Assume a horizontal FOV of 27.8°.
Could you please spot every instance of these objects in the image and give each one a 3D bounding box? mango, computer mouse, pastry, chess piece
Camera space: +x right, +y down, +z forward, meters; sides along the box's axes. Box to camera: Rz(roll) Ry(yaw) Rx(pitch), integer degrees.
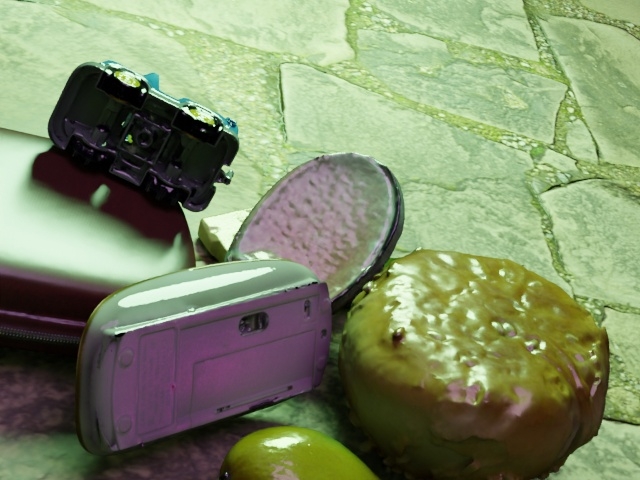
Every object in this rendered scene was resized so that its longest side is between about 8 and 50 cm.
[{"bbox_3d":[0.014,0.262,1.201,0.237,0.091,0.137,36,41,5],"label":"mango"},{"bbox_3d":[-0.111,0.108,1.225,0.072,0.158,0.310,16,19,41],"label":"computer mouse"},{"bbox_3d":[0.154,0.147,1.365,0.284,0.184,0.315,32,34,18],"label":"pastry"},{"bbox_3d":[-0.040,-0.007,1.501,0.200,0.090,0.090,-12,54,-32],"label":"chess piece"}]

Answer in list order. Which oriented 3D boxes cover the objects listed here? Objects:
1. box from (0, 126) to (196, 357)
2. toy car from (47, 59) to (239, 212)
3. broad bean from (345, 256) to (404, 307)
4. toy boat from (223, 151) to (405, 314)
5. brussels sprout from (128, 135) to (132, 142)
[{"bbox_3d":[-0.312,-0.008,1.247,0.404,0.108,0.263,13,38,-29],"label":"box"},{"bbox_3d":[-0.173,-0.113,1.321,0.191,0.097,0.100,26,21,-12],"label":"toy car"},{"bbox_3d":[0.035,0.051,1.509,0.297,0.043,0.060,-7,41,-41],"label":"broad bean"},{"bbox_3d":[0.000,0.000,1.435,0.155,0.085,0.227,36,68,14],"label":"toy boat"},{"bbox_3d":[-0.246,-0.113,1.480,0.083,0.046,0.051,1,5,-38],"label":"brussels sprout"}]
